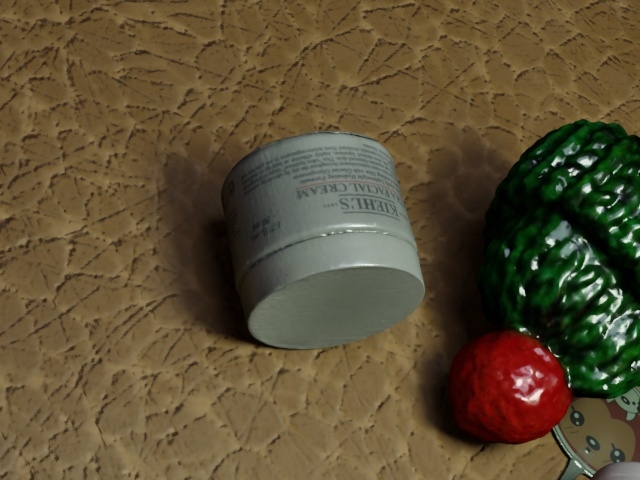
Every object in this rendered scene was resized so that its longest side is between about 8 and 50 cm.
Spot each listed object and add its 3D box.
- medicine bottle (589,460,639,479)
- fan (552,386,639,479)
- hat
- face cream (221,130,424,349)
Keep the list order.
[{"bbox_3d":[0.280,0.342,1.860,0.133,0.133,0.250,34,52,-7],"label":"medicine bottle"},{"bbox_3d":[0.276,0.214,2.013,0.132,0.009,0.220,42,50,3],"label":"fan"},{"bbox_3d":[0.248,0.062,1.960,0.274,0.242,0.332,38,63,13],"label":"hat"},{"bbox_3d":[0.000,0.000,1.882,0.177,0.177,0.153,2,61,-28],"label":"face cream"}]
